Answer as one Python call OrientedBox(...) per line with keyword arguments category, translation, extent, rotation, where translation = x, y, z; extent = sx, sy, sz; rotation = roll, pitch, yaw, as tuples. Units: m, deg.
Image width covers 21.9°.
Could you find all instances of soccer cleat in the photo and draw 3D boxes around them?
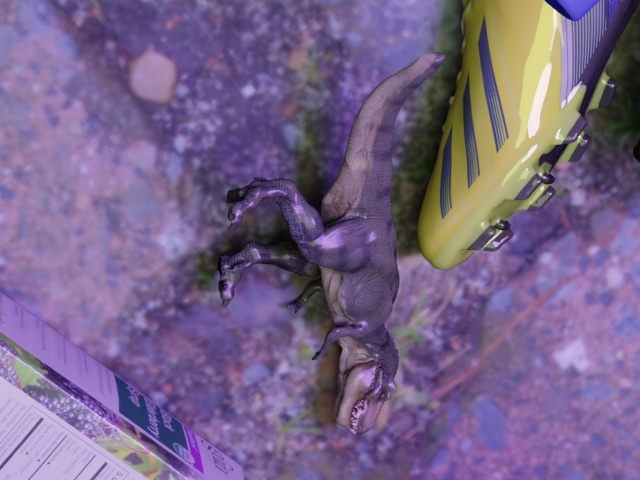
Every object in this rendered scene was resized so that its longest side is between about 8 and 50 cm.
OrientedBox(category="soccer cleat", translation=(0.122, -0.119, 0.994), extent=(0.121, 0.093, 0.289), rotation=(32, 107, 14))

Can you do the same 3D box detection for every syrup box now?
OrientedBox(category="syrup box", translation=(-0.158, 0.126, 1.011), extent=(0.237, 0.093, 0.096), rotation=(37, 98, -18))

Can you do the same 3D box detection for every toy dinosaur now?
OrientedBox(category="toy dinosaur", translation=(0.000, 0.000, 0.997), extent=(0.118, 0.064, 0.268), rotation=(-1, 126, -8))

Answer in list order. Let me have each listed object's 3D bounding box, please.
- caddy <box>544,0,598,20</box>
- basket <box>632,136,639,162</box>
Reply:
OrientedBox(category="caddy", translation=(0.069, -0.269, 0.798), extent=(0.341, 0.241, 0.179), rotation=(37, 99, -30))
OrientedBox(category="basket", translation=(0.295, -0.140, 0.945), extent=(0.154, 0.204, 0.227), rotation=(-15, 118, -48))
